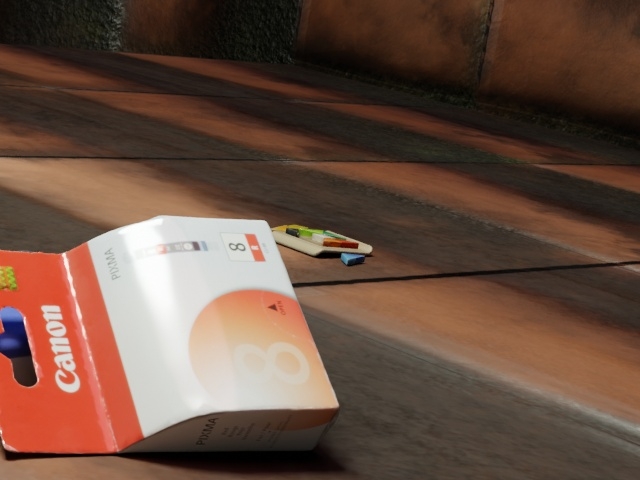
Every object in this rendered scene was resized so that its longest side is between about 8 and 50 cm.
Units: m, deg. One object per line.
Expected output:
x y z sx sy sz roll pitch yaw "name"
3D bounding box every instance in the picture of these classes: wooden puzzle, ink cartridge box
0.000 0.000 1.417 0.116 0.014 0.078 18 14 37 "wooden puzzle"
-0.093 0.046 0.850 0.179 0.045 0.145 5 44 -31 "ink cartridge box"

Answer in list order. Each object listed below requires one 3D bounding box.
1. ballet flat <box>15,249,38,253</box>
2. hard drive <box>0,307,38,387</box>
-0.113 0.047 0.938 0.203 0.074 0.074 14 12 24 "ballet flat"
-0.309 0.050 0.835 0.210 0.040 0.318 17 14 38 "hard drive"
